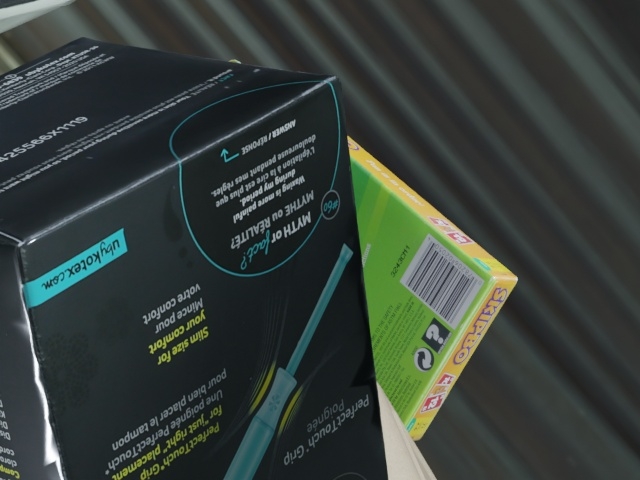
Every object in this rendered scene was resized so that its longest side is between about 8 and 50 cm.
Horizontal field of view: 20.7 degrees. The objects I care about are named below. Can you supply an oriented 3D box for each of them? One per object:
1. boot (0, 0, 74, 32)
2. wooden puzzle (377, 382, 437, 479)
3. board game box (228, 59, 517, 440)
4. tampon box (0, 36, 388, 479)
[{"bbox_3d":[-0.168,-0.114,0.740,0.244,0.088,0.176,-39,15,-8],"label":"boot"},{"bbox_3d":[0.081,0.205,0.890,0.044,0.239,0.221,-30,47,6],"label":"wooden puzzle"},{"bbox_3d":[0.000,0.000,1.112,0.039,0.259,0.124,2,-58,-53],"label":"board game box"},{"bbox_3d":[-0.060,0.041,0.498,0.101,0.161,0.120,14,32,38],"label":"tampon box"}]
